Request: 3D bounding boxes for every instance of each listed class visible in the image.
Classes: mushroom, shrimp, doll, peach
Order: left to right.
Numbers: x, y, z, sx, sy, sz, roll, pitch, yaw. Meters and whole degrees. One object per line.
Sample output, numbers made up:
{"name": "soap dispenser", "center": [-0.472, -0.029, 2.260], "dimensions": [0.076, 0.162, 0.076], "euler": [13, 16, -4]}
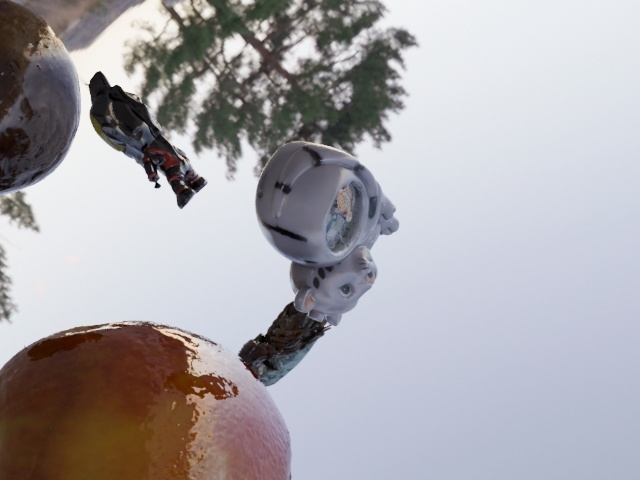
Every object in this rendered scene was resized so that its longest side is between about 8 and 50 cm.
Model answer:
{"name": "mushroom", "center": [-0.361, -0.139, 0.755], "dimensions": [0.231, 0.194, 0.138], "euler": [-52, -175, 7]}
{"name": "peach", "center": [-0.148, 0.191, 0.596], "dimensions": [0.238, 0.280, 0.281], "euler": [-61, -159, 15]}
{"name": "doll", "center": [-0.289, -0.162, 1.181], "dimensions": [0.088, 0.249, 0.127], "euler": [-42, -165, -2]}
{"name": "shrimp", "center": [-0.032, 0.125, 1.080], "dimensions": [0.233, 0.079, 0.090], "euler": [-46, -159, -5]}

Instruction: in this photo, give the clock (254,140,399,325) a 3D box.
{"name": "clock", "center": [0.001, 0.000, 0.597], "dimensions": [0.079, 0.176, 0.117], "euler": [15, -104, 27]}
